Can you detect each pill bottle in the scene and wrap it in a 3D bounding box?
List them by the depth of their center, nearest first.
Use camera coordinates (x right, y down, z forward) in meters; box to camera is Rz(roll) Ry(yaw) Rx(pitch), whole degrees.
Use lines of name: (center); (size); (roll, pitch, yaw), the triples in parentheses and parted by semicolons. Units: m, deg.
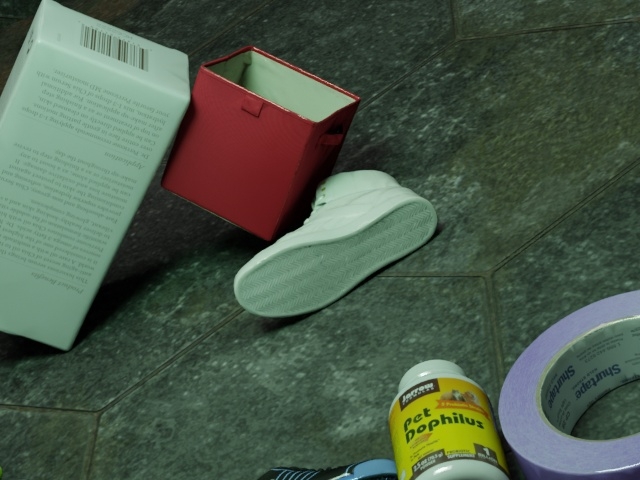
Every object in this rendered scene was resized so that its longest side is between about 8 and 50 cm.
pill bottle: (0.137, 0.223, 1.737); (0.117, 0.117, 0.215); (-24, 30, 9)

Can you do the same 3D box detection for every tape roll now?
tape roll: (0.329, 0.172, 1.685); (0.275, 0.090, 0.275); (-22, 30, 14)

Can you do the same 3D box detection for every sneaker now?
sneaker: (-0.015, 0.285, 1.808); (0.232, 0.081, 0.090); (-23, 38, 12)
sneaker: (0.000, 0.000, 2.217); (0.292, 0.108, 0.169); (-24, 27, -11)

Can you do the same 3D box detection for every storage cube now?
storage cube: (-0.083, -0.139, 2.287); (0.215, 0.193, 0.183); (27, 24, 12)

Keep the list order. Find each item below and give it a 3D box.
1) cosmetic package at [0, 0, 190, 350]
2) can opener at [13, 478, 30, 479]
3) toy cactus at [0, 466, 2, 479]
cosmetic package: (-0.378, -0.088, 2.305); (0.453, 0.230, 0.161); (-61, 19, 24)
can opener: (-0.342, 0.366, 1.988); (0.073, 0.059, 0.186); (-7, 37, -15)
toy cactus: (-0.444, 0.378, 1.989); (0.180, 0.112, 0.219); (36, 84, 35)
